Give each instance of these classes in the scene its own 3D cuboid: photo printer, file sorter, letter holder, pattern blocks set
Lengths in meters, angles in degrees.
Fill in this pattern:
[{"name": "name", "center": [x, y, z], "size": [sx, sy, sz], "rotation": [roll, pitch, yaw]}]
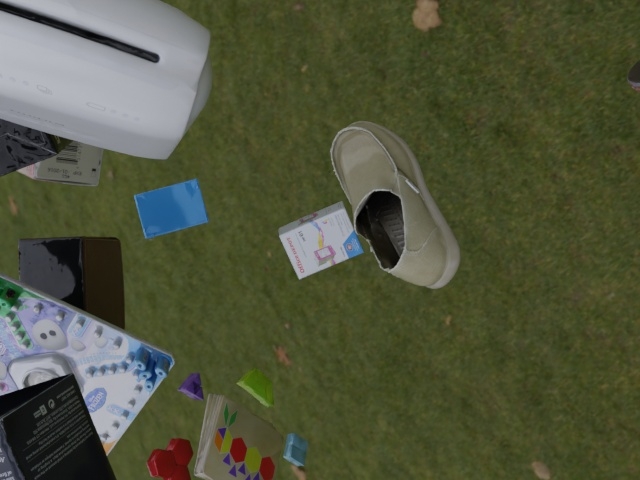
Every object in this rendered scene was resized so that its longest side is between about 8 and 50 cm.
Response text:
[{"name": "photo printer", "center": [-0.225, -0.153, 0.650], "size": [0.307, 0.255, 0.107], "rotation": [-173, 99, -75]}, {"name": "file sorter", "center": [-0.394, -0.080, 2.028], "size": [0.104, 0.170, 0.118], "rotation": [141, 113, -84]}, {"name": "letter holder", "center": [-0.545, 0.144, 1.690], "size": [0.214, 0.151, 0.302], "rotation": [1, -94, -80]}, {"name": "pattern blocks set", "center": [-0.134, 0.346, 1.241], "size": [0.026, 0.285, 0.325], "rotation": [-16, 127, 33]}]

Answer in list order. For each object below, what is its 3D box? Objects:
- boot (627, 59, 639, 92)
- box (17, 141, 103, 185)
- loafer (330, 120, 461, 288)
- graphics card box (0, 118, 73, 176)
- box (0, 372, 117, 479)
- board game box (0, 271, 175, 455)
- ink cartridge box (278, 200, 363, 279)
[{"name": "boot", "center": [0.255, -0.078, 0.536], "size": [0.037, 0.106, 0.114], "rotation": [25, 133, 50]}, {"name": "box", "center": [-0.517, -0.197, 1.454], "size": [0.232, 0.126, 0.149], "rotation": [18, 101, 51]}, {"name": "loafer", "center": [0.080, -0.056, 0.960], "size": [0.102, 0.092, 0.269], "rotation": [-54, 51, 31]}, {"name": "graphics card box", "center": [-0.450, -0.146, 1.043], "size": [0.371, 0.232, 0.094], "rotation": [-120, 10, -74]}, {"name": "box", "center": [-0.477, 0.401, 1.077], "size": [0.343, 0.179, 0.313], "rotation": [-18, 95, 16]}, {"name": "board game box", "center": [-0.544, 0.283, 1.482], "size": [0.389, 0.050, 0.390], "rotation": [29, 119, -17]}, {"name": "ink cartridge box", "center": [0.000, 0.000, 1.284], "size": [0.052, 0.122, 0.089], "rotation": [-98, -16, -72]}]
